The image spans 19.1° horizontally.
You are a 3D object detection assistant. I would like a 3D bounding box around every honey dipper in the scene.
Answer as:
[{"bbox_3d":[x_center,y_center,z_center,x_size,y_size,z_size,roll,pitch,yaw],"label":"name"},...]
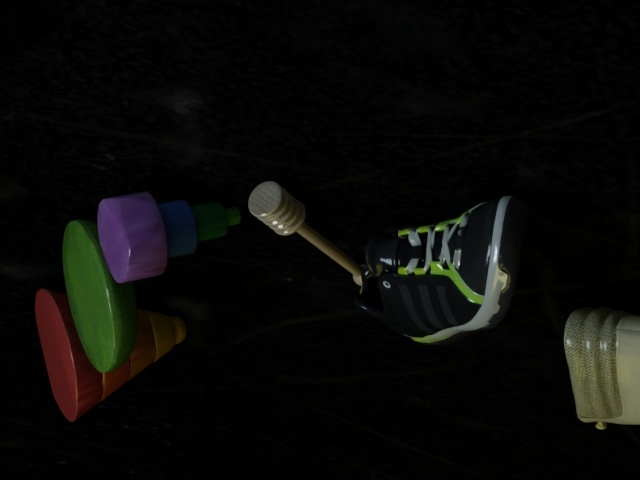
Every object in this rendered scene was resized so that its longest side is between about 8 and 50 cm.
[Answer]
[{"bbox_3d":[0.000,0.000,1.464,0.030,0.030,0.161,-4,155,33],"label":"honey dipper"}]

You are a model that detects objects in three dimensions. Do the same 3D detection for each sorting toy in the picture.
[{"bbox_3d":[-0.144,0.044,1.583,0.126,0.127,0.365,-12,162,-22],"label":"sorting toy"}]

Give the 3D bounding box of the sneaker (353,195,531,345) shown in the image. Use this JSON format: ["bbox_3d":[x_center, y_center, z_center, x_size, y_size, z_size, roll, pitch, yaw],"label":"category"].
[{"bbox_3d":[0.081,0.026,1.410,0.097,0.084,0.234,17,156,-9],"label":"sneaker"}]

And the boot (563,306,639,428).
[{"bbox_3d":[0.316,0.129,1.517,0.203,0.095,0.262,-1,152,26],"label":"boot"}]
